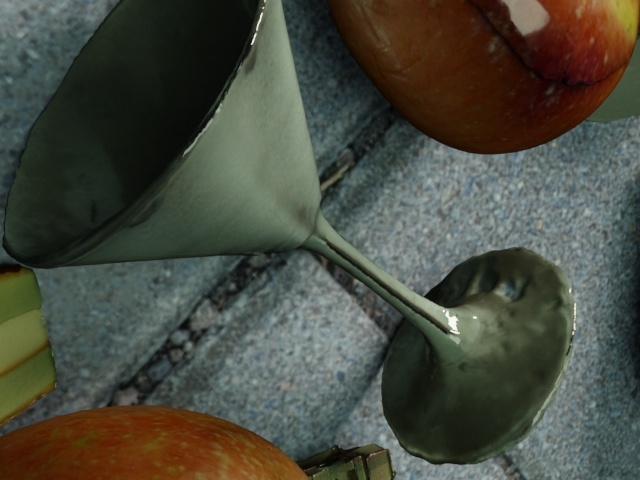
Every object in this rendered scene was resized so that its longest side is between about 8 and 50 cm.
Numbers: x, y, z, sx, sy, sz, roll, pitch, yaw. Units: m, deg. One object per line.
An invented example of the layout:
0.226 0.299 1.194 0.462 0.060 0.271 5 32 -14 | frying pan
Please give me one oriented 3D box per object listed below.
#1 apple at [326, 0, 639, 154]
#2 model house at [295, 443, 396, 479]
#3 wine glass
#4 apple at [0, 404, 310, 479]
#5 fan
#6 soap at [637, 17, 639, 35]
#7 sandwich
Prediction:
0.126 -0.206 0.810 0.272 0.206 0.251 44 53 -17 | apple
0.020 0.219 0.915 0.083 0.057 0.058 -15 101 -29 | model house
0.000 0.000 0.769 0.406 0.267 0.267 39 79 -34 | wine glass
-0.114 0.259 0.684 0.277 0.319 0.319 -26 111 -3 | apple
0.306 -0.181 0.901 0.182 0.310 0.010 -18 69 8 | fan
0.386 -0.324 1.010 0.304 0.338 0.169 -60 142 -57 | soap
-0.259 0.098 0.686 0.187 0.144 0.117 -16 108 -26 | sandwich
